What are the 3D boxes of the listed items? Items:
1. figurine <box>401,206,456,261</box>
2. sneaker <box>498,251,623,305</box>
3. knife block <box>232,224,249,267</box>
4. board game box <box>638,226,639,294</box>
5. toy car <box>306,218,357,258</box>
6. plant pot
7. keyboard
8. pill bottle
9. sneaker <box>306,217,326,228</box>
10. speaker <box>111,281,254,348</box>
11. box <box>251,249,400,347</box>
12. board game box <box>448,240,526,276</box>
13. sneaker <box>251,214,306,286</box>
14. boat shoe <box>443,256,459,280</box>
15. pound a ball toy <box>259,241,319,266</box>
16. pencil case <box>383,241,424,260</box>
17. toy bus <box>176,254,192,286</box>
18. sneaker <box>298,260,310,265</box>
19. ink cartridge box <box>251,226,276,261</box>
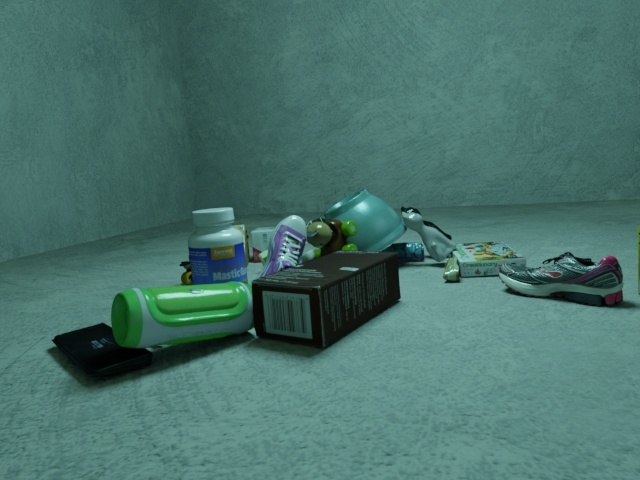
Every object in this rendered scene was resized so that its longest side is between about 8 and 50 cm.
[{"bbox_3d":[0.361,-0.035,1.752,0.092,0.209,0.215,-47,1,13],"label":"figurine"},{"bbox_3d":[0.600,0.083,1.267,0.121,0.112,0.299,-13,12,-44],"label":"sneaker"},{"bbox_3d":[-0.331,0.061,2.008,0.088,0.242,0.275,-6,54,-3],"label":"knife block"},{"bbox_3d":[0.838,0.045,1.202,0.141,0.170,0.048,-7,7,-10],"label":"board game box"},{"bbox_3d":[0.000,0.000,1.598,0.188,0.148,0.155,6,-10,-42],"label":"toy car"},{"bbox_3d":[0.131,-0.059,1.774,0.293,0.196,0.293,-30,8,4],"label":"plant pot"},{"bbox_3d":[-0.452,0.230,1.112,0.202,0.033,0.317,-13,13,-39],"label":"keyboard"},{"bbox_3d":[-0.284,0.050,1.387,0.152,0.272,0.152,-5,9,1],"label":"pill bottle"},{"bbox_3d":[-0.007,-0.054,2.554,0.118,0.107,0.279,-21,-4,32],"label":"sneaker"},{"bbox_3d":[-0.283,0.156,1.083,0.297,0.131,0.131,0,4,-40],"label":"speaker"},{"bbox_3d":[0.030,0.123,1.217,0.191,0.143,0.381,1,9,33],"label":"box"},{"bbox_3d":[0.535,0.057,1.645,0.193,0.053,0.305,-4,9,7],"label":"board game box"},{"bbox_3d":[-0.083,0.050,1.330,0.102,0.282,0.161,26,-21,-19],"label":"sneaker"},{"bbox_3d":[0.396,0.086,1.533,0.048,0.056,0.153,-2,18,12],"label":"boat shoe"},{"bbox_3d":[-0.103,0.066,1.762,0.208,0.135,0.319,-28,0,22],"label":"pound a ball toy"},{"bbox_3d":[0.297,0.043,1.810,0.152,0.070,0.064,-3,-34,12],"label":"pencil case"},{"bbox_3d":[-0.401,0.077,1.679,0.191,0.104,0.202,-16,6,15],"label":"toy bus"},{"bbox_3d":[-0.028,0.111,1.498,0.125,0.104,0.262,-7,-2,22],"label":"sneaker"},{"bbox_3d":[-0.178,0.012,2.033,0.176,0.128,0.127,-2,9,6],"label":"ink cartridge box"}]
